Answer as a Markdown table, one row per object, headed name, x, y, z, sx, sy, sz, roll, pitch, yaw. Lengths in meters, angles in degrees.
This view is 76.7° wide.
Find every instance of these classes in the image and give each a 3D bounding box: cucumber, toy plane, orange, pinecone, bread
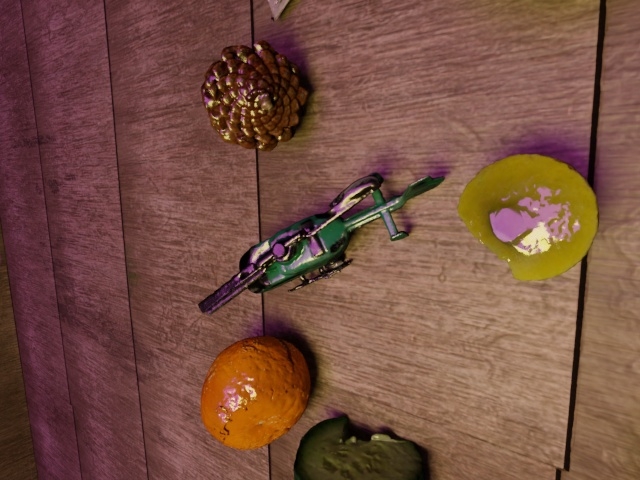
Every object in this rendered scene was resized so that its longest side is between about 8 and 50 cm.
| name | x | y | z | sx | sy | sz | roll | pitch | yaw |
| --- | --- | --- | --- | --- | --- | --- | --- | --- | --- |
| cucumber | 0.053 | 0.364 | 0.594 | 0.191 | 0.191 | 0.130 | 1 | 107 | 37 |
| toy plane | 0.000 | 0.000 | 0.586 | 0.382 | 0.155 | 0.106 | -25 | 82 | 20 |
| orange | -0.110 | 0.252 | 0.692 | 0.161 | 0.193 | 0.193 | 54 | 128 | 45 |
| pinecone | -0.105 | -0.217 | 0.628 | 0.174 | 0.174 | 0.173 | 7 | 103 | 36 |
| bread | 0.226 | -0.031 | 0.426 | 0.111 | 0.114 | 0.129 | -42 | 72 | 34 |

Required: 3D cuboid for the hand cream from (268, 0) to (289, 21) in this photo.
| name | x | y | z | sx | sy | sz | roll | pitch | yaw |
| --- | --- | --- | --- | --- | --- | --- | --- | --- | --- |
| hand cream | -0.099 | -0.483 | 0.636 | 0.084 | 0.050 | 0.256 | -30 | 85 | 39 |
